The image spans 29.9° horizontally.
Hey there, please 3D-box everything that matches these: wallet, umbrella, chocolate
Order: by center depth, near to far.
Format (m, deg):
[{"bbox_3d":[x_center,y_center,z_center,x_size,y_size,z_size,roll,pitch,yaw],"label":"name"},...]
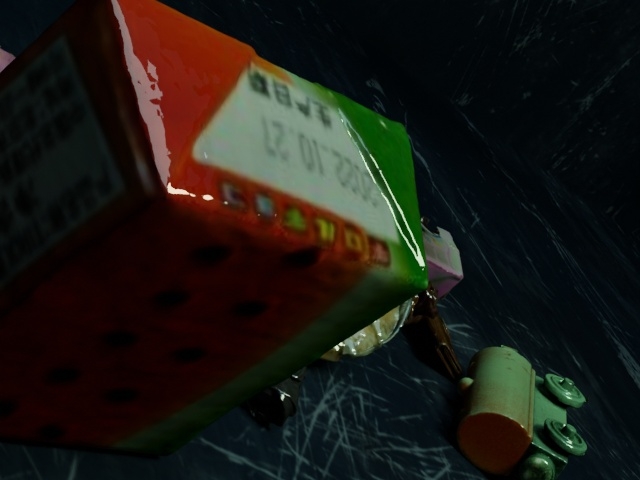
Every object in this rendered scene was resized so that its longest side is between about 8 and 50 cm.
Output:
[{"bbox_3d":[-0.138,0.019,0.903,0.341,0.360,0.161,19,43,-50],"label":"chocolate"},{"bbox_3d":[-0.027,0.109,1.295,0.066,0.059,0.236,45,32,-10],"label":"umbrella"},{"bbox_3d":[0.162,0.114,1.720,0.176,0.026,0.095,-110,173,-48],"label":"wallet"}]

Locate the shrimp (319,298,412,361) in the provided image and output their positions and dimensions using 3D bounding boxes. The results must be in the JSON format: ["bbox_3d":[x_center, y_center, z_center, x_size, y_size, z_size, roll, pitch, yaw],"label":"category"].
[{"bbox_3d":[0.000,0.000,1.490,0.233,0.071,0.365,14,45,-17],"label":"shrimp"}]

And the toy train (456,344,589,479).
[{"bbox_3d":[0.260,0.236,1.608,0.177,0.116,0.285,31,20,2],"label":"toy train"}]

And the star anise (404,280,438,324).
[{"bbox_3d":[0.074,0.047,1.594,0.190,0.126,0.220,46,15,10],"label":"star anise"}]

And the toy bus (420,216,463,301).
[{"bbox_3d":[0.109,0.005,1.813,0.274,0.090,0.112,24,33,-45],"label":"toy bus"}]

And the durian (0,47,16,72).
[{"bbox_3d":[-0.322,-0.119,1.189,0.191,0.112,0.341,26,15,-20],"label":"durian"}]
